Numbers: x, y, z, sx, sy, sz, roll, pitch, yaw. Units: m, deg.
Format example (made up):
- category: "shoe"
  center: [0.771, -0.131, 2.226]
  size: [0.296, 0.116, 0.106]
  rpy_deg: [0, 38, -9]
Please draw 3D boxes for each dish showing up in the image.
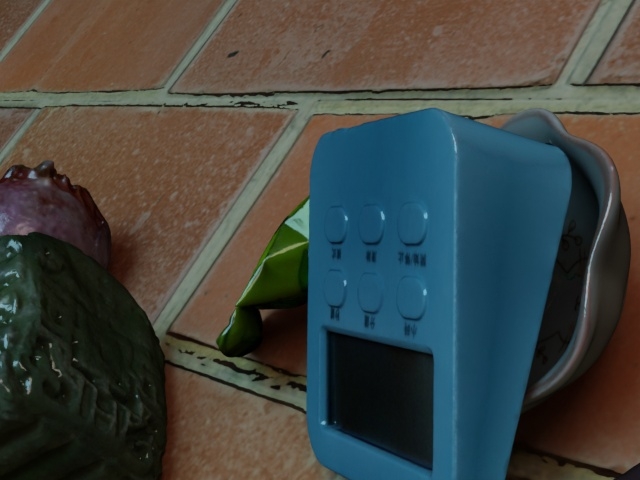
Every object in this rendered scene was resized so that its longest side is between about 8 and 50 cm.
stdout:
- category: "dish"
  center: [0.149, 0.028, 0.707]
  size: [0.229, 0.081, 0.229]
  rpy_deg: [-49, 32, 46]

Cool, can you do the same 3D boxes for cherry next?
- category: "cherry"
  center: [-0.339, 0.036, 1.138]
  size: [0.192, 0.175, 0.249]
  rpy_deg: [-2, 53, 56]

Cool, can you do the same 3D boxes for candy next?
- category: "candy"
  center: [0.000, 0.000, 0.891]
  size: [0.246, 0.069, 0.149]
  rpy_deg: [-40, -7, -1]

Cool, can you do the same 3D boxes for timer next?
- category: "timer"
  center: [0.052, 0.049, 0.702]
  size: [0.232, 0.091, 0.250]
  rpy_deg: [-1, 77, 66]

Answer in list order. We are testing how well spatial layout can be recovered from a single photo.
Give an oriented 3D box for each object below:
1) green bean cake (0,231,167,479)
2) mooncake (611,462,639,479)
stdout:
- category: "green bean cake"
  center: [-0.238, 0.114, 0.913]
  size: [0.125, 0.222, 0.227]
  rpy_deg: [-32, 40, 17]
- category: "mooncake"
  center: [0.226, 0.202, 0.305]
  size: [0.381, 0.212, 0.350]
  rpy_deg: [30, 81, 37]
